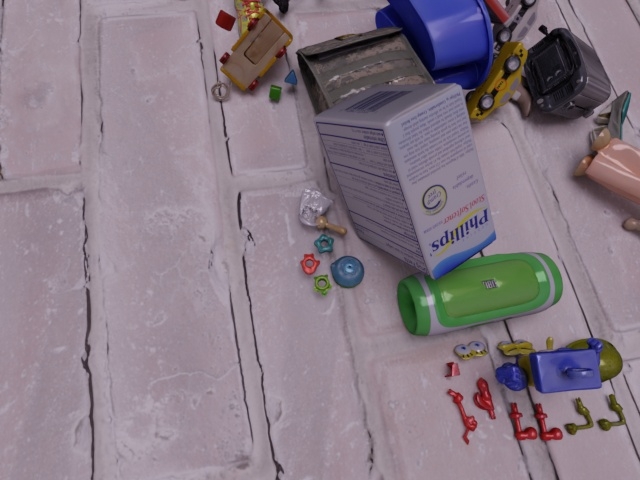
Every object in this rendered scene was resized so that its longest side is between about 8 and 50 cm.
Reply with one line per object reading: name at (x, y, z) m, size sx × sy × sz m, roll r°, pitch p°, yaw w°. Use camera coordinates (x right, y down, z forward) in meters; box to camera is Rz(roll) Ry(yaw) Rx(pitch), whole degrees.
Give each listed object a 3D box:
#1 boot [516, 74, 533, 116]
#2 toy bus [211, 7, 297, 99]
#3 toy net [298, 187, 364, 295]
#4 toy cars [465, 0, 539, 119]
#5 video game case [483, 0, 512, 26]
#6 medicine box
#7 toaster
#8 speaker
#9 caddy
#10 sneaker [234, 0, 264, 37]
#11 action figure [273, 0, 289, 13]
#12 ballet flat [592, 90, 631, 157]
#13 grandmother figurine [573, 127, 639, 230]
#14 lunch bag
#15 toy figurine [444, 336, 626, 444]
boot at (0.484, -0.365, 1.104) m, size 0.087 × 0.042 × 0.118 m, roll 13°, pitch 69°, yaw 7°
toy bus at (-0.156, -0.438, 1.037) m, size 0.202 × 0.190 × 0.104 m, roll -1°, pitch 32°, yaw -2°
toy net at (0.000, 0.000, 0.931) m, size 0.122 × 0.045 × 0.232 m, roll -22°, pitch 72°, yaw -10°
toy cars at (0.454, -0.448, 1.067) m, size 0.087 × 0.176 × 0.393 m, roll 26°, pitch 70°, yaw -14°
video game case at (0.336, -0.639, 1.066) m, size 0.285 × 0.204 × 0.025 m, roll 39°, pitch 114°, yaw -19°
medicine box at (0.146, -0.116, 0.805) m, size 0.149 × 0.263 × 0.289 m, roll -31°, pitch 117°, yaw -13°
toaster at (0.587, -0.397, 1.058) m, size 0.147 × 0.129 × 0.226 m, roll 8°, pitch 63°, yaw -31°
speaker at (0.311, 0.103, 0.873) m, size 0.297 × 0.131 × 0.131 m, roll -10°, pitch 71°, yaw -8°
caddy at (0.269, -0.497, 1.027) m, size 0.179 × 0.241 × 0.341 m, roll -23°, pitch 73°, yaw -5°
sneaker at (-0.174, -0.571, 1.094) m, size 0.082 × 0.094 × 0.208 m, roll -18°, pitch 74°, yaw -12°
action figure at (-0.029, -0.703, 1.129) m, size 0.276 × 0.141 × 0.164 m, roll -42°, pitch 89°, yaw -16°
ballet flat at (0.705, -0.285, 1.078) m, size 0.068 × 0.072 × 0.213 m, roll 10°, pitch 64°, yaw 32°
grandmother figurine at (0.731, -0.097, 0.941) m, size 0.104 × 0.207 × 0.342 m, roll -30°, pitch 56°, yaw -32°
lunch bag at (0.091, -0.370, 1.008) m, size 0.236 × 0.169 × 0.286 m, roll -18°, pitch 65°, yaw -7°
toy figurine at (0.433, 0.257, 0.779) m, size 0.363 × 0.217 × 0.191 m, roll -1°, pitch 70°, yaw -4°
